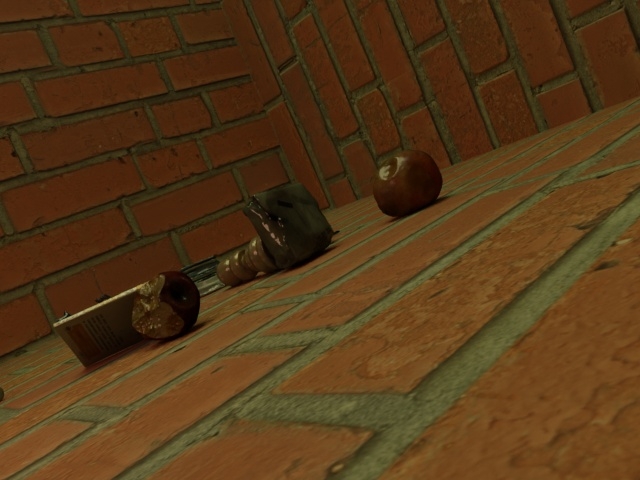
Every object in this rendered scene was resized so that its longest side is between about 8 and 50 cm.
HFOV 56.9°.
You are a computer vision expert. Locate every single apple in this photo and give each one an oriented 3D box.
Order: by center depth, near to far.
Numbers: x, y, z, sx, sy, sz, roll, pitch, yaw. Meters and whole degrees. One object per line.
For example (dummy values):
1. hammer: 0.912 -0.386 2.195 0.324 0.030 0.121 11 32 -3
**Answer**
1. apple: -0.373 0.162 1.432 0.158 0.156 0.147 -37 -12 30

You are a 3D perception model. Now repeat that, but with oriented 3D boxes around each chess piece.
1. chess piece: -0.233 0.074 1.953 0.260 0.143 0.142 -29 1 32

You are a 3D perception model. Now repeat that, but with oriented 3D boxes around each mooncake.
1. mooncake: -0.095 -0.044 1.853 0.254 0.250 0.136 -22 -16 -45

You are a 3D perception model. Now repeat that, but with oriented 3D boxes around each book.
1. book: -0.503 0.209 1.525 0.295 0.020 0.208 -24 -36 -16

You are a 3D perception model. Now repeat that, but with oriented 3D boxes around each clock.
1. clock: -0.415 0.162 2.200 0.236 0.053 0.236 -24 4 2

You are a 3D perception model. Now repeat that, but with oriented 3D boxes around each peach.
1. peach: 0.275 -0.179 1.944 0.235 0.214 0.214 -43 10 -15

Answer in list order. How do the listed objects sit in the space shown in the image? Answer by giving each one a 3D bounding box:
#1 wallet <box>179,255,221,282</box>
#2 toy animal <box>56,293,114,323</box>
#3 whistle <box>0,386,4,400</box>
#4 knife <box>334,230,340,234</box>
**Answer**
1. wallet: -0.472 0.139 2.369 0.176 0.075 0.250 -24 -8 -10
2. toy animal: -0.719 0.263 1.921 0.239 0.255 0.176 -39 35 40
3. whistle: -0.995 0.455 1.660 0.257 0.067 0.126 -17 20 20
4. knife: 0.000 0.000 2.272 0.170 0.010 0.023 -26 6 -16
